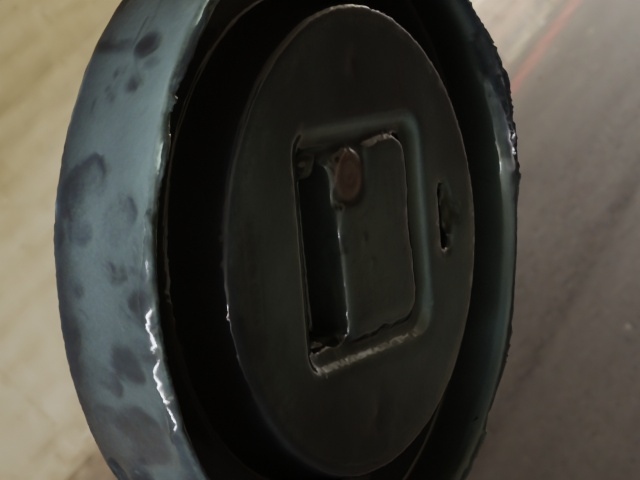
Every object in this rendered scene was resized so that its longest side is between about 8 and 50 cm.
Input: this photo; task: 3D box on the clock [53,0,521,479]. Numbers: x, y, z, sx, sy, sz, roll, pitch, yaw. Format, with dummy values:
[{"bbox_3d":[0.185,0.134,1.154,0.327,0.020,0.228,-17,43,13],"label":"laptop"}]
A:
[{"bbox_3d":[0.000,0.000,0.766,0.067,0.325,0.325,1,35,34],"label":"clock"}]
